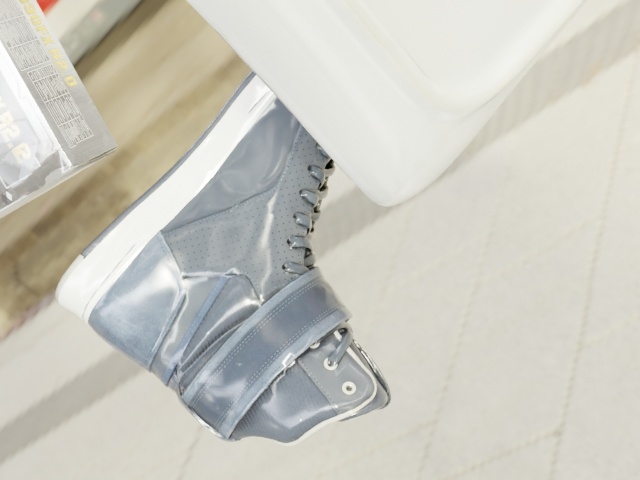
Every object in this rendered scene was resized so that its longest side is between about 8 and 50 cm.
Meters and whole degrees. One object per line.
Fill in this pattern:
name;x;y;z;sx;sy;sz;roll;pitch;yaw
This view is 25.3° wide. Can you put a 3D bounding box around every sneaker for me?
sneaker;0.000;0.001;0.727;0.226;0.163;0.086;-48;-10;0

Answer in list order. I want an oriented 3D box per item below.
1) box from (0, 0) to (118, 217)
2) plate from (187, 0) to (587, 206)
box;-0.250;-0.108;0.817;0.183;0.231;0.056;-27;6;25
plate;0.060;-0.171;0.514;0.278;0.277;0.045;-49;46;-3
